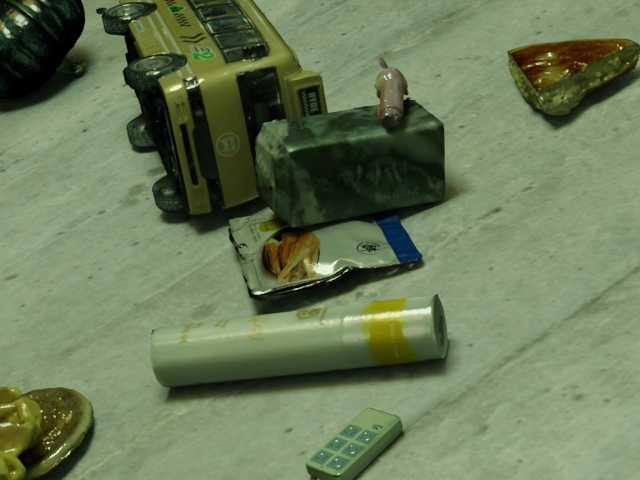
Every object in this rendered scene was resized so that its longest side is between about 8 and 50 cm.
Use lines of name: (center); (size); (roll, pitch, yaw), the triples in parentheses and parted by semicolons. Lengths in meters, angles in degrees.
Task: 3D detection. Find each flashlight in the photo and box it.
flashlight: (0.070, -0.144, 1.584); (0.031, 0.052, 0.110); (-32, 25, 22)

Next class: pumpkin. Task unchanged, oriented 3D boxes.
pumpkin: (-0.403, -0.276, 2.116); (0.194, 0.150, 0.194); (-16, 19, 6)

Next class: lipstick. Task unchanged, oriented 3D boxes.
lipstick: (-0.021, 0.091, 1.393); (0.264, 0.059, 0.059); (-8, 31, 16)

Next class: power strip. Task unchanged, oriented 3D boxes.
power strip: (0.028, 0.168, 1.278); (0.040, 0.016, 0.090); (14, 42, 43)

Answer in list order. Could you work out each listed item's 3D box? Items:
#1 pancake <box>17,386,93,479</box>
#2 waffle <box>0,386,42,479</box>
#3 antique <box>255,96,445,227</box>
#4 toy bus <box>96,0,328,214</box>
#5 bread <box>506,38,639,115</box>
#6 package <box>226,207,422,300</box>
pancake: (-0.267, 0.177, 1.404); (0.139, 0.022, 0.139); (-13, 29, 7)
waffle: (-0.364, 0.186, 1.318); (0.249, 0.056, 0.253); (8, 26, 38)
antique: (0.027, -0.078, 1.588); (0.183, 0.088, 0.086); (-11, 26, -17)
toy bus: (-0.127, -0.177, 1.785); (0.202, 0.177, 0.365); (-14, 28, -9)
bread: (0.256, -0.187, 1.732); (0.154, 0.054, 0.136); (-28, 32, -30)
package: (0.000, 0.000, 1.564); (0.173, 0.027, 0.171); (-15, 27, -6)
